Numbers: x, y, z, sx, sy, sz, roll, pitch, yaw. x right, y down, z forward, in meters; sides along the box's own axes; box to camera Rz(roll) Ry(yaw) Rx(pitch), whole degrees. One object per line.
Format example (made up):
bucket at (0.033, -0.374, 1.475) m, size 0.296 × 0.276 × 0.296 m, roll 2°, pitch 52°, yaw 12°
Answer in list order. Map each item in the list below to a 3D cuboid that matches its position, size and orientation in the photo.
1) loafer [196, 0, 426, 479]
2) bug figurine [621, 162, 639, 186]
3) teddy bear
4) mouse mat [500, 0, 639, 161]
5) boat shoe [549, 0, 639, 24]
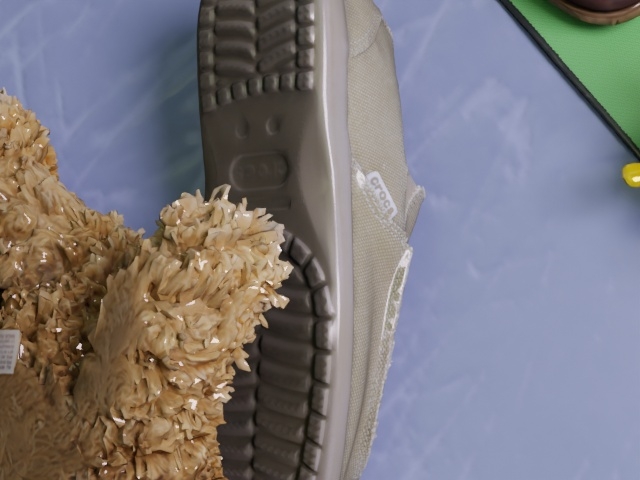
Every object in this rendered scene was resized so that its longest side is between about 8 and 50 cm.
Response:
loafer at (0.000, 0.000, 0.573) m, size 0.102 × 0.092 × 0.268 m, roll 5°, pitch 94°, yaw 41°
bug figurine at (0.252, 0.036, 0.510) m, size 0.216 × 0.072 × 0.279 m, roll -14°, pitch 81°, yaw 16°
teddy bear at (-0.095, 0.078, 0.540) m, size 0.338 × 0.113 × 0.245 m, roll 27°, pitch 101°, yaw 41°
mouse mat at (0.184, -0.116, 0.600) m, size 0.152 × 0.007 × 0.190 m, roll -37°, pitch 73°, yaw 3°
boat shoe at (0.099, -0.199, 0.599) m, size 0.073 × 0.073 × 0.207 m, roll -26°, pitch 70°, yaw 4°
